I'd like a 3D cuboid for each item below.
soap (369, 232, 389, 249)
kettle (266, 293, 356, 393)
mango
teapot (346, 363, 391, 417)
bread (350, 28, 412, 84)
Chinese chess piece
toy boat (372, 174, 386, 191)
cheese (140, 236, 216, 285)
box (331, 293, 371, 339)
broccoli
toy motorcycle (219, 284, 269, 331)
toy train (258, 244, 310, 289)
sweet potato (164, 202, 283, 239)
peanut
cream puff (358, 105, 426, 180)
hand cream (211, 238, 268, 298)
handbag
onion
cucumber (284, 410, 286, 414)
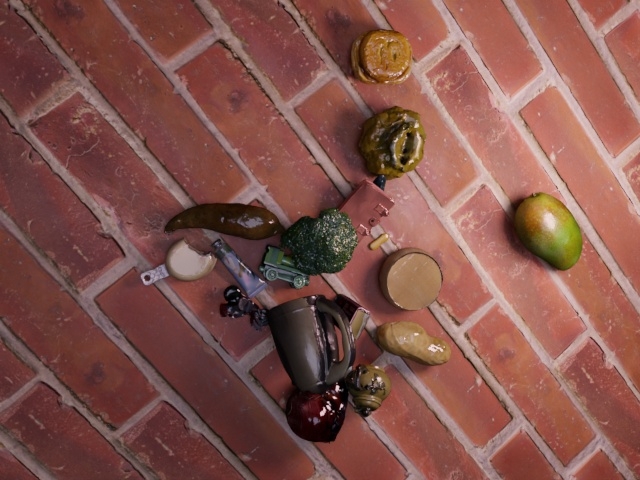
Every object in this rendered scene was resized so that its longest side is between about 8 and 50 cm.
[{"bbox_3d":[0.231,0.005,1.945,0.089,0.012,0.034,-37,101,-7],"label":"soap"},{"bbox_3d":[-0.012,0.365,1.731,0.320,0.228,0.324,-28,70,32],"label":"kettle"},{"bbox_3d":[0.930,-0.023,2.001,0.382,0.201,0.225,49,62,-22],"label":"mango"},{"bbox_3d":[0.176,0.573,1.877,0.173,0.269,0.183,-3,56,22],"label":"teapot"},{"bbox_3d":[0.231,-0.680,1.834,0.235,0.120,0.199,-3,93,-12],"label":"bread"},{"bbox_3d":[0.354,0.152,1.939,0.249,0.103,0.250,-1,96,-12],"label":"Chinese chess piece"},{"bbox_3d":[0.212,-0.193,1.877,0.055,0.060,0.141,9,135,-13],"label":"toy boat"},{"bbox_3d":[-0.502,0.103,1.767,0.249,0.071,0.163,-44,101,-6],"label":"cheese"},{"bbox_3d":[0.102,0.279,1.832,0.069,0.224,0.120,29,90,-18],"label":"box"},{"bbox_3d":[0.000,0.000,1.784,0.261,0.241,0.269,33,91,-21],"label":"broccoli"},{"bbox_3d":[-0.282,0.264,1.822,0.213,0.082,0.122,38,88,-15],"label":"toy motorcycle"},{"bbox_3d":[-0.127,0.103,1.843,0.200,0.083,0.132,18,82,-18],"label":"toy train"},{"bbox_3d":[-0.342,-0.071,1.765,0.422,0.130,0.131,3,94,-6],"label":"sweet potato"},{"bbox_3d":[0.373,0.402,1.945,0.318,0.147,0.148,22,90,-10],"label":"peanut"},{"bbox_3d":[0.278,-0.365,1.839,0.281,0.185,0.282,-1,94,-9],"label":"cream puff"},{"bbox_3d":[-0.303,0.099,1.826,0.088,0.055,0.256,-39,108,-2],"label":"hand cream"},{"bbox_3d":[0.160,-0.108,1.857,0.157,0.059,0.212,36,112,-15],"label":"handbag"},{"bbox_3d":[-0.005,0.611,1.845,0.280,0.221,0.281,6,82,-48],"label":"onion"},{"bbox_3d":[-0.073,0.696,1.926,0.167,0.039,0.039,23,90,-14],"label":"cucumber"}]
